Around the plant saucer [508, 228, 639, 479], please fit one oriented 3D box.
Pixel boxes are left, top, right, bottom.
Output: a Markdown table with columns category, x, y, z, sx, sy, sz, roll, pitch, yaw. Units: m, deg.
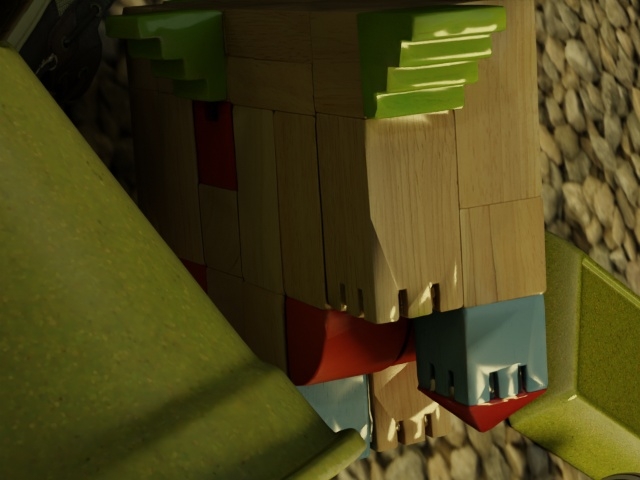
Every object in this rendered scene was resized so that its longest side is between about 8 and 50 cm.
| category | x | y | z | sx | sy | sz | roll | pitch | yaw |
| --- | --- | --- | --- | --- | --- | --- | --- | --- | --- |
| plant saucer | 0.232 | 0.098 | 1.326 | 0.188 | 0.045 | 0.188 | 34 | 52 | -38 |

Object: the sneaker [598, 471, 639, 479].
| category | x | y | z | sx | sy | sz | roll | pitch | yaw |
| --- | --- | --- | --- | --- | --- | --- | --- | --- | --- |
| sneaker | 0.232 | 0.330 | 1.166 | 0.127 | 0.126 | 0.321 | 12 | 68 | -54 |

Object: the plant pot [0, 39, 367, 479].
| category | x | y | z | sx | sy | sz | roll | pitch | yaw |
| --- | --- | --- | --- | --- | --- | --- | --- | --- | --- |
| plant pot | -0.161 | 0.056 | 0.726 | 0.276 | 0.276 | 0.254 | -27 | 85 | -52 |

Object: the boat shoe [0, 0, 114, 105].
| category | x | y | z | sx | sy | sz | roll | pitch | yaw |
| --- | --- | --- | --- | --- | --- | --- | --- | --- | --- |
| boat shoe | -0.159 | -0.111 | 0.913 | 0.073 | 0.080 | 0.223 | 42 | 42 | -25 |

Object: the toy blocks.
| category | x | y | z | sx | sy | sz | roll | pitch | yaw |
| --- | --- | --- | --- | --- | --- | --- | --- | --- | --- |
| toy blocks | 0.000 | 0.000 | 0.870 | 0.191 | 0.381 | 0.260 | -10 | 102 | -27 |
